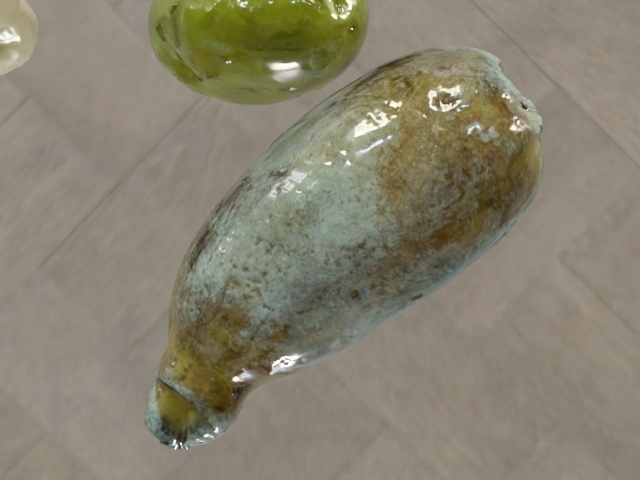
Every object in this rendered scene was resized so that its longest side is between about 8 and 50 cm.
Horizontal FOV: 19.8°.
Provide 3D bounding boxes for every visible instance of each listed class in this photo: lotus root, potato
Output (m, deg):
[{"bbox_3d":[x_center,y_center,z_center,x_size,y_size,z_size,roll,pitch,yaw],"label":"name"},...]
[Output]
[{"bbox_3d":[0.000,0.000,1.164,0.322,0.158,0.140,-37,88,4],"label":"lotus root"},{"bbox_3d":[-0.064,-0.212,1.771,0.186,0.253,0.149,23,72,-45],"label":"potato"}]

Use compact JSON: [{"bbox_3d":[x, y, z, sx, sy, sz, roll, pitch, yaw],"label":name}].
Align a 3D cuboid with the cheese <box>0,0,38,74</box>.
[{"bbox_3d":[-0.426,-0.218,1.663,0.251,0.174,0.248,-37,59,-12],"label":"cheese"}]
